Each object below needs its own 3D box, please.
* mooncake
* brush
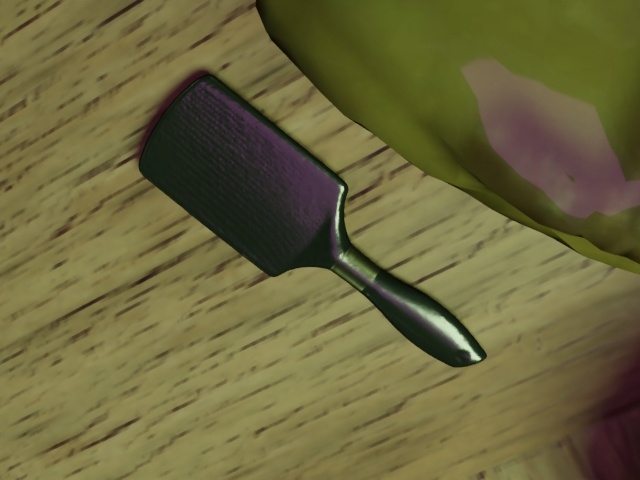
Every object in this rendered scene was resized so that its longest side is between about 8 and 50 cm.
[{"bbox_3d":[0.163,-0.183,0.363,0.393,0.246,0.394,-8,107,10],"label":"mooncake"},{"bbox_3d":[0.000,0.000,0.573,0.193,0.016,0.063,40,112,1],"label":"brush"}]
